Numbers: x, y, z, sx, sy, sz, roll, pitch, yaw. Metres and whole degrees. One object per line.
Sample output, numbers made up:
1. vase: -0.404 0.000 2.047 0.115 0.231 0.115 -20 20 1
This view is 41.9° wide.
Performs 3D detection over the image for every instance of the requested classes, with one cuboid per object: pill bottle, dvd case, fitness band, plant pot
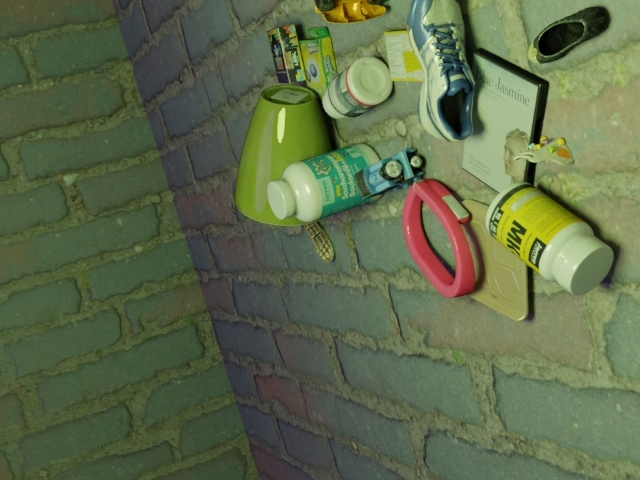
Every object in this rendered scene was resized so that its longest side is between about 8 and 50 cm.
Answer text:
1. pill bottle: 0.394 -0.004 1.446 0.208 0.119 0.119 46 145 43
2. pill bottle: 0.077 -0.336 1.882 0.180 0.108 0.108 -18 91 66
3. dvd case: 0.334 -0.206 1.543 0.180 0.022 0.253 44 144 45
4. fitness band: 0.247 -0.006 1.774 0.291 0.054 0.209 -121 26 -50
5. plant pot: -0.085 -0.232 2.113 0.275 0.274 0.294 42 139 47
6. pill bottle: 0.011 -0.130 1.977 0.146 0.264 0.146 45 145 43

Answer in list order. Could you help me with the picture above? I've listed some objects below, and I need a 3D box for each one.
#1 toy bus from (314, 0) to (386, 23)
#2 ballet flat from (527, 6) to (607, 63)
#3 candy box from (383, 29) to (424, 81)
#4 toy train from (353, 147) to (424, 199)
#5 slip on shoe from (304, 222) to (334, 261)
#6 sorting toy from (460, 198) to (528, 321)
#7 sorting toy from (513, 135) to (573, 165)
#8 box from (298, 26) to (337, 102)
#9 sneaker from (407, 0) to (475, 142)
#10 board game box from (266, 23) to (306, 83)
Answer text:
1. toy bus: 0.042 -0.581 1.765 0.211 0.149 0.220 -125 27 -66
2. ballet flat: 0.380 -0.325 1.326 0.173 0.049 0.058 -25 84 66
3. candy box: 0.200 -0.375 1.694 0.206 0.027 0.105 21 124 59
4. toy train: 0.153 -0.147 1.860 0.184 0.105 0.080 -23 86 66
5. slip on shoe: 0.000 0.000 2.368 0.135 0.051 0.041 57 -167 12
6. sorting toy: 0.351 0.036 1.673 0.193 0.038 0.208 30 129 55
7. sorting toy: 0.375 -0.147 1.435 0.083 0.075 0.045 18 123 60
8. box: -0.003 -0.431 2.058 0.105 0.043 0.179 19 123 60
9. sneaker: 0.238 -0.323 1.529 0.131 0.111 0.297 -128 23 -62
10. board game box: -0.089 -0.477 2.148 0.170 0.048 0.141 -140 38 -74
